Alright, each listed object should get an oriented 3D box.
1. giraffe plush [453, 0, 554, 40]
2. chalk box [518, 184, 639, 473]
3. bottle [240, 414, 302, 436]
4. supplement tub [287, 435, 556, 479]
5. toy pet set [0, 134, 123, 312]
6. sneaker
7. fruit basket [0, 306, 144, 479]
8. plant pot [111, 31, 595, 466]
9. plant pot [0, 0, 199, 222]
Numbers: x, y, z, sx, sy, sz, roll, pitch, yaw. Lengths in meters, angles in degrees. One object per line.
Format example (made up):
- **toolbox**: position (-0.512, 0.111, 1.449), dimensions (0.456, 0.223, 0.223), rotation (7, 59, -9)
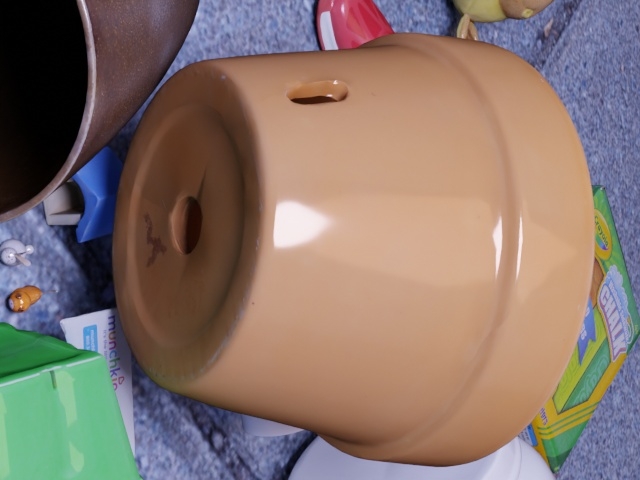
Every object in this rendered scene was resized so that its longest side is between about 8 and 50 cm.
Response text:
- **giraffe plush**: position (0.169, -0.279, 1.224), dimensions (0.181, 0.210, 0.170), rotation (-36, 138, -17)
- **chalk box**: position (0.192, 0.060, 1.225), dimensions (0.289, 0.179, 0.180), rotation (-47, 125, -39)
- **bottle**: position (-0.051, 0.013, 0.998), dimensions (0.118, 0.092, 0.283), rotation (-19, 104, -50)
- **supplement tub**: position (0.125, 0.311, 1.091), dimensions (0.235, 0.235, 0.325), rotation (-48, 122, -39)
- **toy pet set**: position (-0.184, -0.016, 0.860), dimensions (0.114, 0.065, 0.122), rotation (-20, 106, -49)
- **sneaker**: position (0.095, -0.154, 1.148), dimensions (0.221, 0.128, 0.087), rotation (53, 52, -36)
- **fruit basket**: position (-0.241, 0.235, 0.755), dimensions (0.327, 0.165, 0.353), rotation (-15, 117, -49)
- **plant pot**: position (0.000, 0.000, 0.797), dimensions (0.203, 0.291, 0.291), rotation (6, 85, -35)
- **plant pot**: position (-0.176, -0.146, 0.788), dimensions (0.230, 0.215, 0.215), rotation (-42, 122, -61)
